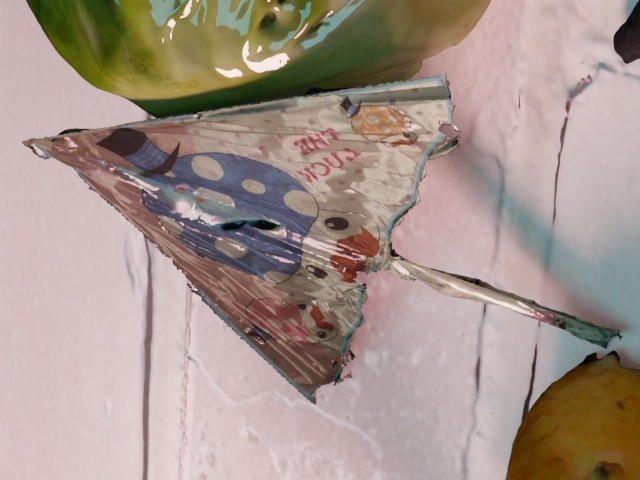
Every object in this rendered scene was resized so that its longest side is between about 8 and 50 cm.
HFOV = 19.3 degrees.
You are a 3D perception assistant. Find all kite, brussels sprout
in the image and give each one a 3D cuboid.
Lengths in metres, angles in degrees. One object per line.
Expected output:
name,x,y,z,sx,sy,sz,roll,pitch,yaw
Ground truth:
kite,0.000,-0.001,1.110,0.368,0.014,0.406,19,150,-1
brussels sprout,-0.042,-0.167,1.073,0.271,0.210,0.219,15,92,30

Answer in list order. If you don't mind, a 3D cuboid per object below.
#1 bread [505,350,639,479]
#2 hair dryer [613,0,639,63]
bread,0.217,0.202,1.015,0.340,0.179,0.194,18,117,33
hair dryer,0.241,-0.179,0.908,0.344,0.106,0.189,-35,77,50
